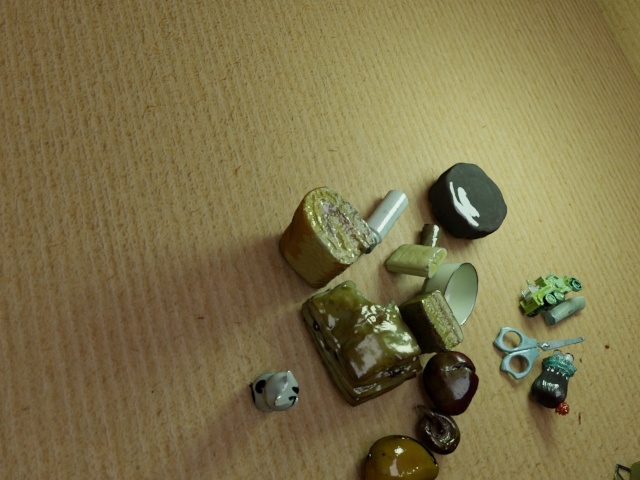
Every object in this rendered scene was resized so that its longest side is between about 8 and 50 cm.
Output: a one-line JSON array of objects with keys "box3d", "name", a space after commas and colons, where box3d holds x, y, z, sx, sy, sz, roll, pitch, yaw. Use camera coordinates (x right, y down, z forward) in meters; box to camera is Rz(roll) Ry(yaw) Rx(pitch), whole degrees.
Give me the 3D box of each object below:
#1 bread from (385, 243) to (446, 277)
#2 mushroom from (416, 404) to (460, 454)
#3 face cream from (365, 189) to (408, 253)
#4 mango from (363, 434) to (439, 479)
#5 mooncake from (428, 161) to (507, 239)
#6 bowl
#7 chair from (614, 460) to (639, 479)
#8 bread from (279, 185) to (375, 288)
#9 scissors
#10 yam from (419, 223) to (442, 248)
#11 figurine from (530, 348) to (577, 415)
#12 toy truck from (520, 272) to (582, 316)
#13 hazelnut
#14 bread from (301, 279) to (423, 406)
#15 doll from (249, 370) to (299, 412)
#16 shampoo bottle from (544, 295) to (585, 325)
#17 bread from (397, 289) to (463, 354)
[{"box3d": [0.333, 0.066, 1.575, 0.139, 0.178, 0.060, -48, 125, -32], "name": "bread"}, {"box3d": [0.368, 0.600, 1.440, 0.135, 0.080, 0.171, -30, 83, -41], "name": "mushroom"}, {"box3d": [0.209, -0.055, 1.616, 0.092, 0.092, 0.311, 41, 60, -3], "name": "face cream"}, {"box3d": [0.243, 0.668, 1.331, 0.235, 0.136, 0.167, 19, 61, -20], "name": "mango"}, {"box3d": [0.575, -0.149, 1.767, 0.305, 0.154, 0.307, 7, 69, -20], "name": "mooncake"}, {"box3d": [0.440, 0.180, 1.574, 0.237, 0.126, 0.238, -15, 112, -42], "name": "bowl"}, {"box3d": [1.191, 0.886, 1.621, 0.246, 0.158, 0.172, 39, 63, -6], "name": "chair"}, {"box3d": [0.000, 0.000, 1.352, 0.165, 0.375, 0.237, -38, 84, -21], "name": "bread"}, {"box3d": [0.829, 0.400, 1.683, 0.359, 0.029, 0.191, -8, 71, -9], "name": "scissors"}, {"box3d": [0.410, 0.007, 1.685, 0.084, 0.084, 0.127, 25, 67, -12], "name": "yam"}, {"box3d": [0.872, 0.513, 1.654, 0.245, 0.137, 0.110, -44, 135, -34], "name": "figurine"}, {"box3d": [0.910, 0.197, 1.793, 0.259, 0.128, 0.135, -15, 63, -26], "name": "toy truck"}, {"box3d": [0.427, 0.469, 1.470, 0.177, 0.178, 0.204, 17, 45, -16], "name": "hazelnut"}, {"box3d": [0.147, 0.298, 1.402, 0.313, 0.191, 0.370, -17, 76, -26], "name": "bread"}, {"box3d": [-0.125, 0.423, 1.256, 0.106, 0.180, 0.111, 30, 60, -24], "name": "doll"}, {"box3d": [0.999, 0.285, 1.830, 0.212, 0.049, 0.072, -20, 111, -26], "name": "shampoo bottle"}, {"box3d": [0.347, 0.269, 1.465, 0.110, 0.234, 0.184, -24, 82, -22], "name": "bread"}]
